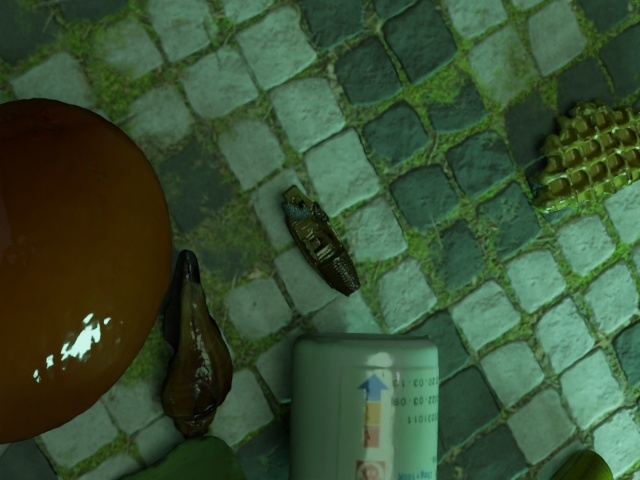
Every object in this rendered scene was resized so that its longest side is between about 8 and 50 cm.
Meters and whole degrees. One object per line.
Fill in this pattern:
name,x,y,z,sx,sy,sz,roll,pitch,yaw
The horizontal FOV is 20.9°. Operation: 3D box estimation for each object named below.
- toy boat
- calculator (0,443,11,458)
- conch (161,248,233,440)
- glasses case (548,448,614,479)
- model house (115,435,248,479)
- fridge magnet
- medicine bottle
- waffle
toy boat,0.000,0.000,1.992,0.047,0.049,0.149,-37,108,-17
calculator,-0.399,0.232,1.839,0.100,0.032,0.175,41,78,-22
conch,-0.135,0.124,1.921,0.080,0.086,0.233,2,96,-25
glasses case,0.284,0.356,2.135,0.234,0.064,0.079,-48,121,-26
model house,-0.134,0.365,1.920,0.214,0.195,0.189,-35,133,-3
fridge magnet,-0.310,0.032,1.759,0.363,0.155,0.364,-19,119,-39
medicine bottle,0.048,0.252,1.961,0.170,0.170,0.293,2,88,-25
waffle,0.353,-0.093,2.149,0.192,0.046,0.161,16,86,-25
